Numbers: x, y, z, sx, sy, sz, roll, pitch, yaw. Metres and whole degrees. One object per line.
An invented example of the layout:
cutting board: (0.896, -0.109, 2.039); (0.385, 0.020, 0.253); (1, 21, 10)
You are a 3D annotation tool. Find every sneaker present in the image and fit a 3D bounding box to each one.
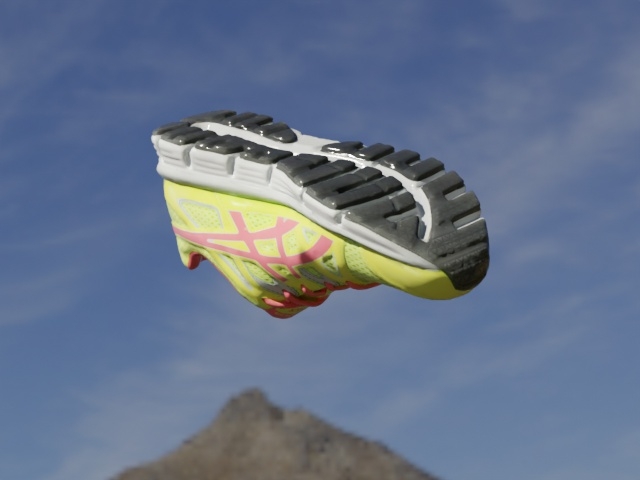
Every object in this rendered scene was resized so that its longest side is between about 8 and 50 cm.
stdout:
sneaker: (0.000, 0.000, 0.798); (0.081, 0.094, 0.208); (-18, 28, -41)
